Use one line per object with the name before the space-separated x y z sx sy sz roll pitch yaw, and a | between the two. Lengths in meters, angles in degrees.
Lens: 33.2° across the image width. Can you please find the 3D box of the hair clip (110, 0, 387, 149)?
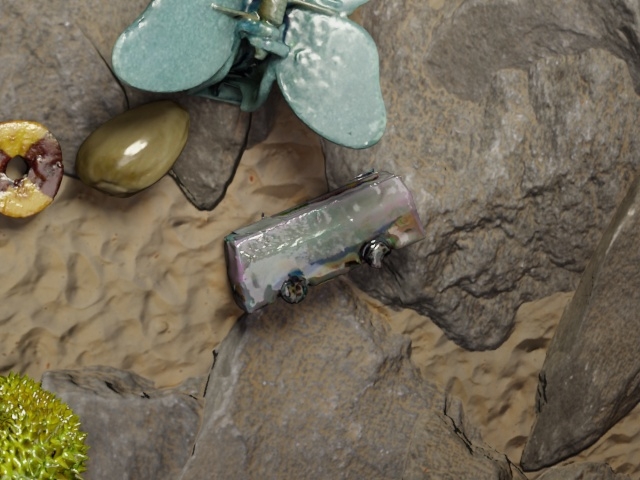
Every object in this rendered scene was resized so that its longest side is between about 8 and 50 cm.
hair clip | -0.095 -0.330 1.496 0.392 0.238 0.318 12 98 -24

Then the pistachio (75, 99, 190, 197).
pistachio | -0.266 -0.134 1.556 0.185 0.126 0.108 -33 155 -15

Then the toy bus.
toy bus | 0.000 0.000 1.690 0.316 0.112 0.138 -23 106 -16

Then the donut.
donut | -0.431 -0.106 1.516 0.140 0.059 0.141 -5 104 -21

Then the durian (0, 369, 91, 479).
durian | -0.457 0.311 1.511 0.291 0.291 0.225 -45 101 -6
